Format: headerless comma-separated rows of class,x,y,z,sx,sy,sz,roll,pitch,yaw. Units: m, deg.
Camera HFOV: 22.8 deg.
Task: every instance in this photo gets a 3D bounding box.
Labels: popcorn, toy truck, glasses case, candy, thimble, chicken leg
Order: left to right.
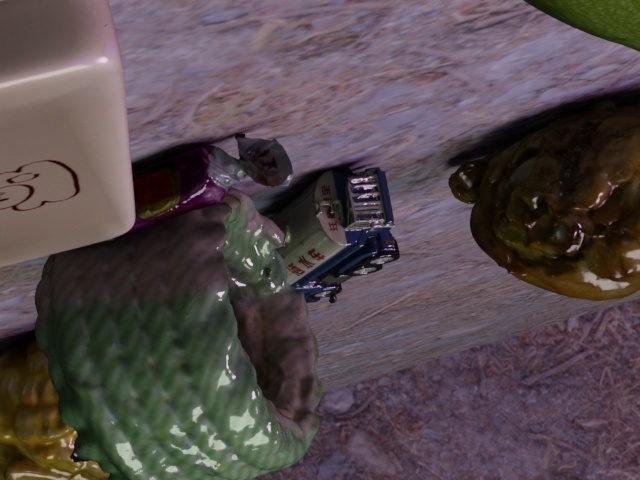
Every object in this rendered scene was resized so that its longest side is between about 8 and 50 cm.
glasses case,-0.159,-0.053,0.755,0.131,0.070,0.313,-15,169,-9
popcorn,-0.238,0.174,1.547,0.189,0.169,0.218,-19,163,6
candy,-0.102,-0.030,1.031,0.175,0.045,0.043,-19,164,17
thimble,-0.098,0.068,1.125,0.150,0.219,0.219,-17,170,15
toy truck,0.000,0.000,1.267,0.088,0.074,0.202,-6,166,-26
chicken leg,0.324,-0.070,1.273,0.429,0.152,0.201,-22,-177,-11

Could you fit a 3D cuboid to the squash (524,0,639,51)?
squash,0.119,-0.134,0.623,0.107,0.107,0.395,-21,165,25
